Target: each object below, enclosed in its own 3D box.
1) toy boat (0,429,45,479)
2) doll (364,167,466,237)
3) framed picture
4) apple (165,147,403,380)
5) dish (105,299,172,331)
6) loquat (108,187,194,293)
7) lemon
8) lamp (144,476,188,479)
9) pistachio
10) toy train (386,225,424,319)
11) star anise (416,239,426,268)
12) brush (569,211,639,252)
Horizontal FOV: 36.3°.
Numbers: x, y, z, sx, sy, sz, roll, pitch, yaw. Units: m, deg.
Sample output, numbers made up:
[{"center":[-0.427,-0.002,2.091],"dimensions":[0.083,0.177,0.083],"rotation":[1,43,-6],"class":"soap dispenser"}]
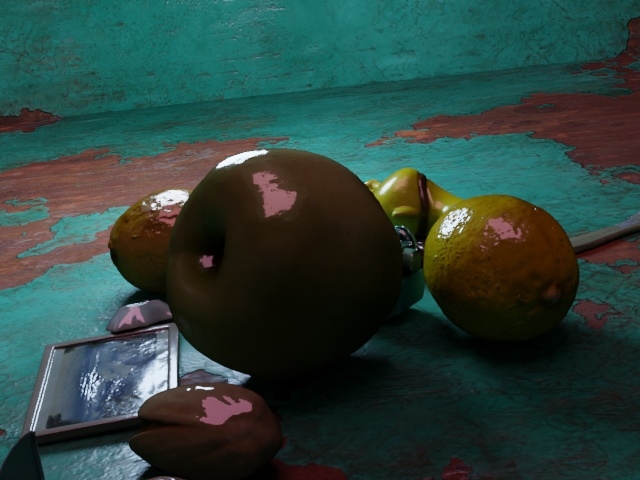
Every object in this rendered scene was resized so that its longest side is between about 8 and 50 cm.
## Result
[{"center":[-0.367,0.288,1.201],"dimensions":[0.096,0.122,0.034],"rotation":[-18,25,-27],"class":"toy boat"},{"center":[0.220,-0.065,1.961],"dimensions":[0.363,0.145,0.199],"rotation":[21,28,39],"class":"doll"},{"center":[-0.333,0.217,1.528],"dimensions":[0.231,0.024,0.315],"rotation":[-10,19,-6],"class":"framed picture"},{"center":[-0.050,0.041,1.468],"dimensions":[0.357,0.357,0.357],"rotation":[-6,20,2],"class":"apple"},{"center":[-0.312,0.127,1.713],"dimensions":[0.137,0.039,0.091],"rotation":[-13,4,-19],"class":"dish"},{"center":[-0.287,-0.001,1.865],"dimensions":[0.238,0.193,0.238],"rotation":[-7,13,2],"class":"loquat"},{"center":[0.278,0.042,1.521],"dimensions":[0.236,0.236,0.263],"rotation":[-18,1,-29],"class":"lemon"},{"center":[-0.167,0.321,1.042],"dimensions":[0.136,0.136,0.136],"rotation":[-6,20,2],"class":"lamp"},{"center":[-0.152,0.248,1.262],"dimensions":[0.226,0.136,0.136],"rotation":[-3,19,31],"class":"pistachio"},{"center":[0.083,0.050,1.666],"dimensions":[0.197,0.154,0.107],"rotation":[9,22,34],"class":"toy train"},{"center":[0.172,0.027,1.839],"dimensions":[0.167,0.057,0.168],"rotation":[-6,21,2],"class":"star anise"},{"center":[0.591,-0.024,1.900],"dimensions":[0.336,0.020,0.085],"rotation":[-17,23,-26],"class":"brush"}]
